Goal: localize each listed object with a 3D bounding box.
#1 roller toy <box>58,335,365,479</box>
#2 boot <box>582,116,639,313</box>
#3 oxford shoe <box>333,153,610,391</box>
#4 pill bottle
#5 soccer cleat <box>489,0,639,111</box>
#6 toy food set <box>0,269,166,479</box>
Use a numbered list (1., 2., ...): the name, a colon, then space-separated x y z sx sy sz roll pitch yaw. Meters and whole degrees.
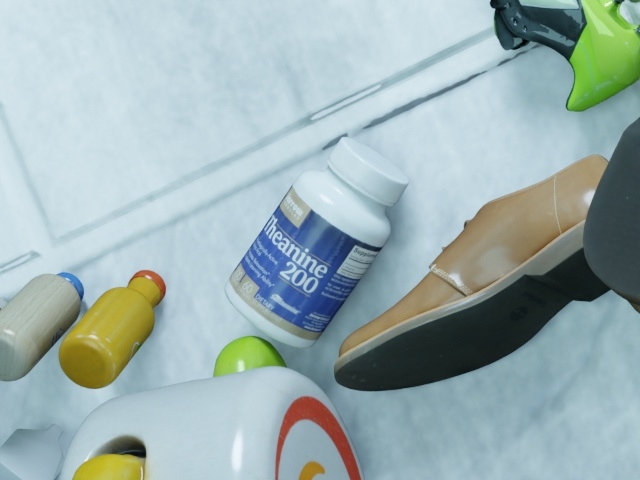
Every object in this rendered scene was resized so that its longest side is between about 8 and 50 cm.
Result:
1. roller toy: -0.064 0.177 1.157 0.146 0.209 0.191 -12 109 20
2. boot: 0.253 -0.087 1.098 0.112 0.115 0.305 26 83 38
3. oxford shoe: 0.095 0.022 1.173 0.212 0.076 0.076 -31 56 17
4. pill bottle: 0.000 0.000 1.194 0.067 0.067 0.120 38 104 13
5. soccer cleat: 0.119 -0.155 1.152 0.072 0.060 0.179 -38 83 18
6. toy food set: -0.198 0.100 1.270 0.111 0.104 0.232 36 122 0
